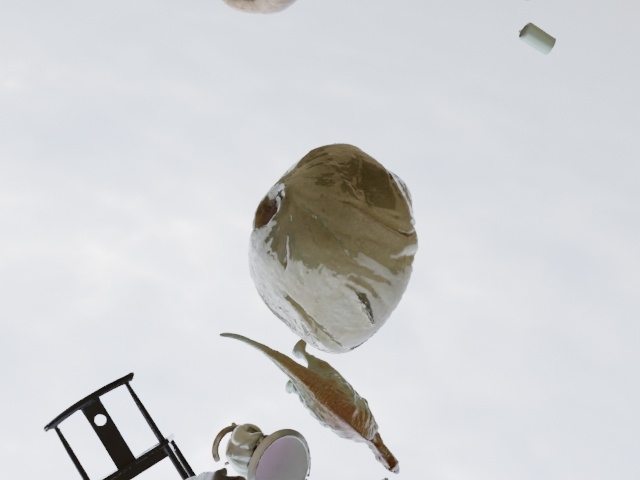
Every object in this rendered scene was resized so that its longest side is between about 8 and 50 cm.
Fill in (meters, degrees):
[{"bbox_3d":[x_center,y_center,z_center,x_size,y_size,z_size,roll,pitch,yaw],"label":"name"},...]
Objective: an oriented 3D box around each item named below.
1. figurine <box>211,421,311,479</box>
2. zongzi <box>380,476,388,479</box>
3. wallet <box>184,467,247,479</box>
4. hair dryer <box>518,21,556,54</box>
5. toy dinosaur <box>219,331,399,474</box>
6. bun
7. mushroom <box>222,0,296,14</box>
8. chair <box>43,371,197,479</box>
[{"bbox_3d":[-0.108,0.345,1.614,0.132,0.132,0.154,-6,-167,-42],"label":"figurine"},{"bbox_3d":[0.198,0.423,1.520,0.251,0.125,0.274,-12,-160,11],"label":"zongzi"},{"bbox_3d":[-0.133,0.332,0.940,0.049,0.182,0.229,20,-115,-11],"label":"wallet"},{"bbox_3d":[0.402,-0.388,1.933,0.063,0.037,0.124,30,-169,-12],"label":"hair dryer"},{"bbox_3d":[-0.012,0.228,1.595,0.393,0.092,0.205,50,175,-37],"label":"toy dinosaur"},{"bbox_3d":[0.000,0.000,0.806,0.114,0.166,0.173,23,159,-21],"label":"bun"},{"bbox_3d":[-0.131,-0.415,1.360,0.278,0.278,0.146,24,-116,22],"label":"mushroom"},{"bbox_3d":[-0.283,0.349,1.545,0.260,0.155,0.141,58,172,4],"label":"chair"}]
